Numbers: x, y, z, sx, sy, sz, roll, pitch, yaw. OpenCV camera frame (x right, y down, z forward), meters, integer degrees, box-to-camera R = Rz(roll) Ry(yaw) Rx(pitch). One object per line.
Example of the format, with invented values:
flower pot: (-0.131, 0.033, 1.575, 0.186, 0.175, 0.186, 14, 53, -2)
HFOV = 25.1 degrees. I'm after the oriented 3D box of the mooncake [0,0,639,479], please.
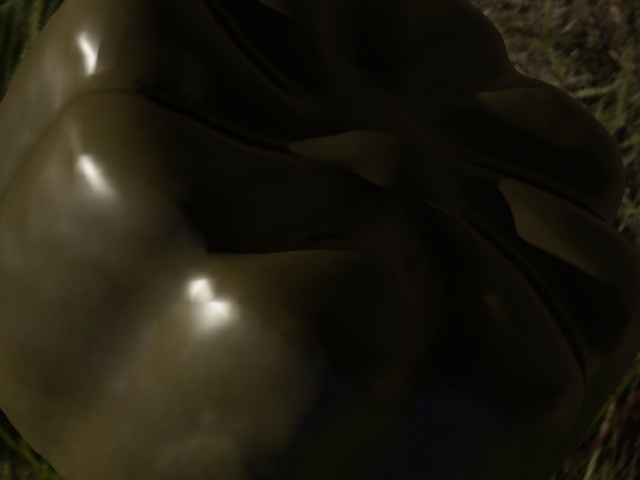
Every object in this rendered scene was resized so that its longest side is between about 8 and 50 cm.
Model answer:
mooncake: (0.000, 0.000, 0.791, 0.378, 0.378, 0.201, 36, 129, 9)
